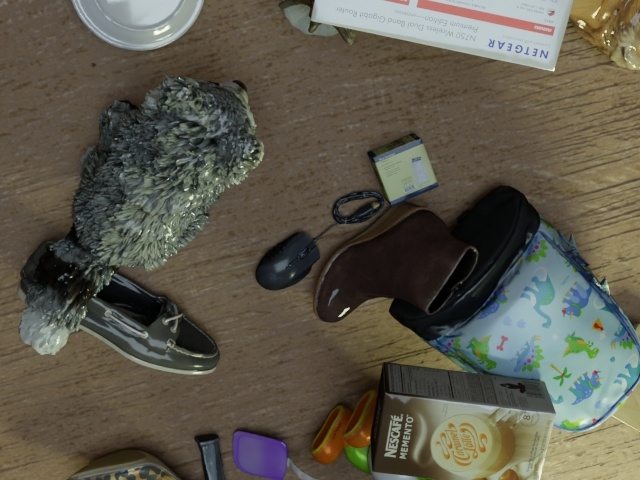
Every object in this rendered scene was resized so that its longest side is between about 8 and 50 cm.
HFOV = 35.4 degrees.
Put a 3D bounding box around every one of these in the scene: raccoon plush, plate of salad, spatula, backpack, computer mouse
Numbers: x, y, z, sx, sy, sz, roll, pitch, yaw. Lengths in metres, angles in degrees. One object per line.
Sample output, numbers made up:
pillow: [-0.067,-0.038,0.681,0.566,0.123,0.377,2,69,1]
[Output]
raccoon plush: [-0.231,-0.027,1.375,0.216,0.299,0.446,23,80,-20]
plate of salad: [-0.266,-0.378,1.459,0.199,0.048,0.200,-5,107,-17]
spatula: [-0.013,0.388,1.632,0.296,0.030,0.084,18,117,25]
backpack: [0.342,0.139,1.591,0.290,0.273,0.355,-46,118,-2]
computer mouse: [0.000,0.000,1.596,0.242,0.041,0.071,-37,105,2]

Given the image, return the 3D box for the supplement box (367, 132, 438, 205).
supplement box: [0.129,-0.112,1.576,0.083,0.056,0.083,-22,106,-2]

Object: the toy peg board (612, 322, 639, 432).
toy peg board: [0.554,0.245,1.728,0.161,0.079,0.161,30,83,-14]

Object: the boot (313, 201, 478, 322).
boot: [0.107,0.061,1.535,0.090,0.207,0.248,37,95,-35]

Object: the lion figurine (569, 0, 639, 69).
lion figurine: [0.363,-0.382,1.474,0.392,0.142,0.240,2,114,-17]

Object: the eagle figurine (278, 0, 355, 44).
eagle figurine: [0.089,-0.416,1.450,0.298,0.225,0.226,-47,152,-24]

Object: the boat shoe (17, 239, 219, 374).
boat shoe: [-0.298,0.106,1.541,0.335,0.112,0.095,25,116,-11]

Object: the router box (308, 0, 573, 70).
router box: [0.175,-0.403,1.301,0.335,0.082,0.301,11,106,-6]

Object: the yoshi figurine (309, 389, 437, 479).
yoshi figurine: [0.156,0.423,1.641,0.362,0.203,0.203,39,98,-12]

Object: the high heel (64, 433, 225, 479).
high heel: [-0.276,0.434,1.640,0.261,0.093,0.186,-10,99,-14]

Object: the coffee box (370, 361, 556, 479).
coffee box: [0.204,0.273,1.476,0.246,0.098,0.141,6,112,-1]
